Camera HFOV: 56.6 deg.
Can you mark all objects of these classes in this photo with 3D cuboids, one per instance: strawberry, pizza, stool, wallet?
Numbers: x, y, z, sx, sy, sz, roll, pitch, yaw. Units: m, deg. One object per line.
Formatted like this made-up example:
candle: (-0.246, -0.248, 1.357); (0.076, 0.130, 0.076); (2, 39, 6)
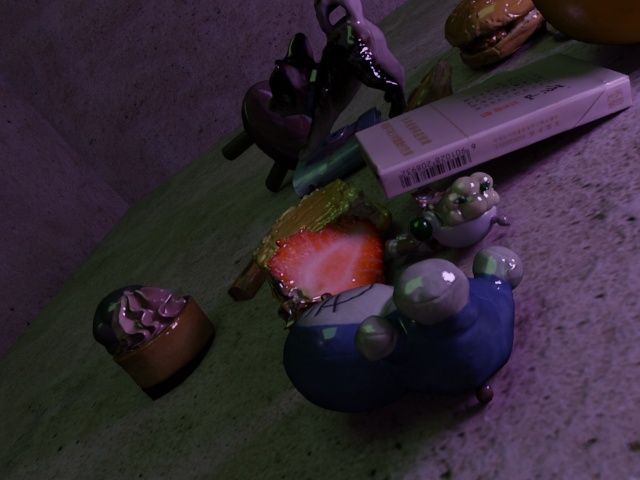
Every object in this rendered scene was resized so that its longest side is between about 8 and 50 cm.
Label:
strawberry: (0.013, 0.069, 0.860); (0.235, 0.175, 0.107); (-15, -35, -40)
pizza: (0.214, -0.254, 1.244); (0.204, 0.080, 0.188); (-64, 6, -28)
stool: (-0.123, -0.289, 1.653); (0.178, 0.272, 0.272); (-40, 15, 45)
wallet: (0.050, -0.207, 1.426); (0.250, 0.075, 0.176); (-30, 27, 24)

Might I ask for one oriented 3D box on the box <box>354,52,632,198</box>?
box: (0.243, -0.183, 0.907); (0.365, 0.051, 0.205); (-21, 26, 4)

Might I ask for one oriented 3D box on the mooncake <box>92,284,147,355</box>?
mooncake: (-0.444, 0.196, 1.400); (0.175, 0.168, 0.104); (-68, 28, 17)

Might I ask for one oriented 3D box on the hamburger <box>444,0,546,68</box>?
hamburger: (0.416, -0.516, 1.322); (0.283, 0.145, 0.259); (-34, 18, 1)

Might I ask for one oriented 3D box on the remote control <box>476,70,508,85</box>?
remote control: (0.310, -0.238, 1.071); (0.087, 0.047, 0.244); (-24, 25, 29)

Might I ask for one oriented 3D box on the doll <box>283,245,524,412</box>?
doll: (0.078, 0.099, 0.643); (0.258, 0.154, 0.228); (-12, 1, 39)

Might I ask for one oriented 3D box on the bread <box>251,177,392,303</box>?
bread: (0.000, 0.000, 1.017); (0.245, 0.121, 0.174); (-39, 29, -8)

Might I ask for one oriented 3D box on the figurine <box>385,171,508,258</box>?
figurine: (0.166, -0.031, 0.830); (0.147, 0.094, 0.197); (-31, 10, -41)

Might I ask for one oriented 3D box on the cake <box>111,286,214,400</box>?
cake: (-0.326, 0.176, 1.152); (0.185, 0.178, 0.208); (-24, 29, 35)

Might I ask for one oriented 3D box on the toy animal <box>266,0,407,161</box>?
toy animal: (0.006, -0.378, 1.325); (0.344, 0.303, 0.194); (-20, 26, 34)

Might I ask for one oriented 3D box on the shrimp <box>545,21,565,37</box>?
shrimp: (0.549, -0.481, 1.157); (0.251, 0.052, 0.143); (-49, 31, -1)

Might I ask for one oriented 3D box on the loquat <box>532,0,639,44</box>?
loquat: (0.449, -0.455, 0.851); (0.328, 0.360, 0.329); (-19, 36, 14)

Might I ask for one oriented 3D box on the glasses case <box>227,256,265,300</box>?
glasses case: (-0.130, 0.051, 1.253); (0.064, 0.041, 0.170); (-17, 31, 48)
